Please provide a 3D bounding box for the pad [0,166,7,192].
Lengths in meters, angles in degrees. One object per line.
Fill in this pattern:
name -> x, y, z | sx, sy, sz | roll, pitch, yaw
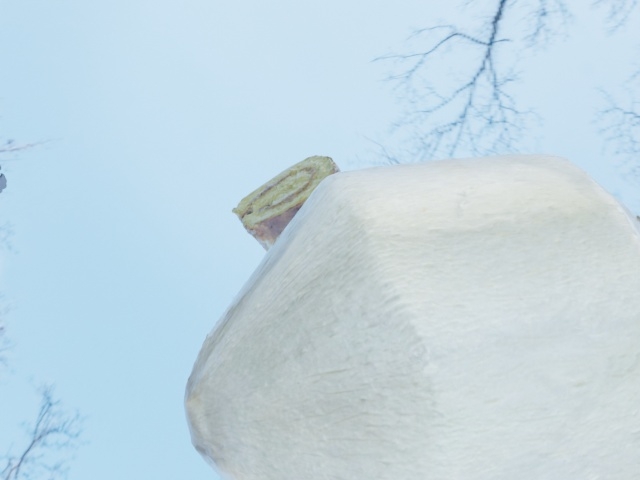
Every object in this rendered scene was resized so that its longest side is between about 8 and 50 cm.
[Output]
pad -> -0.514, -0.113, 1.202 | 0.269, 0.012, 0.269 | -31, -56, -29

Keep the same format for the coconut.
coconut -> 0.058, 0.072, 0.585 | 0.266, 0.237, 0.237 | -14, -81, -17

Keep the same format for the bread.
bread -> 0.000, 0.000, 1.234 | 0.132, 0.103, 0.172 | -33, -57, 4
